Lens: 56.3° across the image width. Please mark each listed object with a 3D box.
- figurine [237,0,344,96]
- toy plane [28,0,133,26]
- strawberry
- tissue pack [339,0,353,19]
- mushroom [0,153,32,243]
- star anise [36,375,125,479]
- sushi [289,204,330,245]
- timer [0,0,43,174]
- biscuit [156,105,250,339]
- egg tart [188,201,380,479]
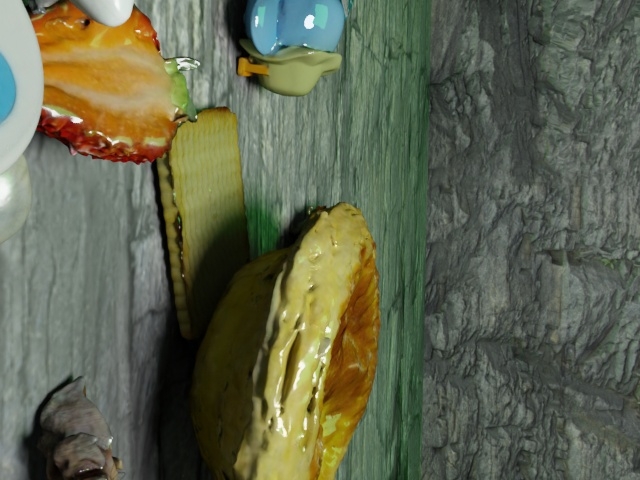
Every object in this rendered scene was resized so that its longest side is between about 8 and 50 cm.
[{"bbox_3d":[-0.024,-0.325,0.810,0.180,0.154,0.261,152,-44,-84],"label":"figurine"},{"bbox_3d":[-0.185,-0.254,0.393,0.255,0.101,0.251,71,19,2],"label":"toy plane"},{"bbox_3d":[-0.179,-0.117,0.468,0.140,0.085,0.192,52,39,-20],"label":"strawberry"},{"bbox_3d":[0.001,-0.461,0.974,0.169,0.082,0.119,69,29,-48],"label":"tissue pack"},{"bbox_3d":[-0.232,-0.036,0.391,0.079,0.085,0.085,-163,-109,-65],"label":"mushroom"},{"bbox_3d":[-0.245,0.243,0.447,0.228,0.218,0.148,-19,153,-28],"label":"star anise"},{"bbox_3d":[-0.003,0.002,0.989,0.103,0.097,0.226,-50,-177,27],"label":"sushi"},{"bbox_3d":[-0.248,-0.100,0.232,0.262,0.087,0.236,-58,133,-52],"label":"timer"},{"bbox_3d":[-0.135,-0.027,0.713,0.172,0.029,0.254,-42,132,-65],"label":"biscuit"},{"bbox_3d":[-0.042,0.159,0.734,0.443,0.178,0.442,10,90,-76],"label":"egg tart"}]
